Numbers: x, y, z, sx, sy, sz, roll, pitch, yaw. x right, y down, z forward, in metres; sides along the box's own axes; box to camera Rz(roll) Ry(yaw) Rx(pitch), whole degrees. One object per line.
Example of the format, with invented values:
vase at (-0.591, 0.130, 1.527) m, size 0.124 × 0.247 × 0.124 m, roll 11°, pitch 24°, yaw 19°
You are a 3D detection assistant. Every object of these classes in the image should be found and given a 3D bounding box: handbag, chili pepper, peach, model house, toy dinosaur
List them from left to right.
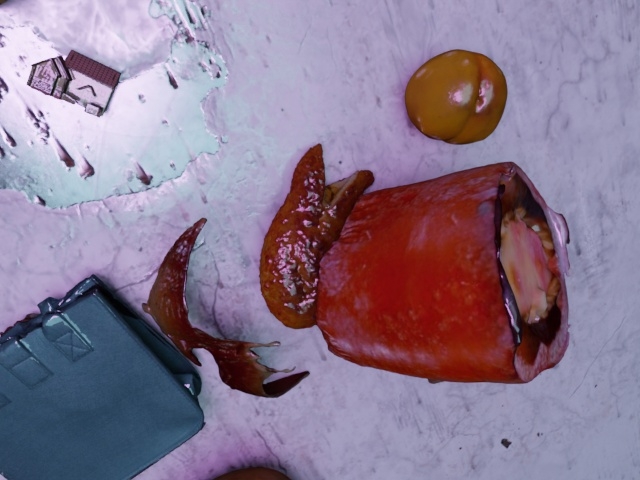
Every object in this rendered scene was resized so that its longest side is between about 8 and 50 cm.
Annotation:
model house at (-0.289, -0.191, 0.581) m, size 0.083 × 0.057 × 0.058 m, roll 24°, pitch 103°, yaw -21°
handbag at (-0.328, 0.213, 0.682) m, size 0.269 × 0.100 × 0.274 m, roll -36°, pitch 114°, yaw 0°
toy dinosaur at (-0.113, 0.137, 0.707) m, size 0.327 × 0.206 × 0.113 m, roll 41°, pitch 53°, yaw -20°
chili pepper at (0.127, 0.039, 0.615) m, size 0.229 × 0.305 × 0.251 m, roll 7°, pitch 82°, yaw -52°
peach at (0.193, -0.203, 0.696) m, size 0.138 × 0.138 × 0.138 m, roll -5°, pitch 109°, yaw -16°

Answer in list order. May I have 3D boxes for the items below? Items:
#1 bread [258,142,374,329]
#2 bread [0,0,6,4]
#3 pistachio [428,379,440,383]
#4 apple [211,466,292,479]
bread at (-0.008, 0.001, 0.716) m, size 0.139 × 0.095 × 0.269 m, roll 17°, pitch 97°, yaw -30°
bread at (-0.435, -0.332, 0.456) m, size 0.288 × 0.119 × 0.152 m, roll 14°, pitch 99°, yaw -21°
pistachio at (0.218, 0.090, 0.785) m, size 0.162 × 0.181 × 0.293 m, roll 24°, pitch 97°, yaw 14°
apple at (-0.101, 0.513, 0.735) m, size 0.277 × 0.319 × 0.319 m, roll -38°, pitch 115°, yaw 5°
